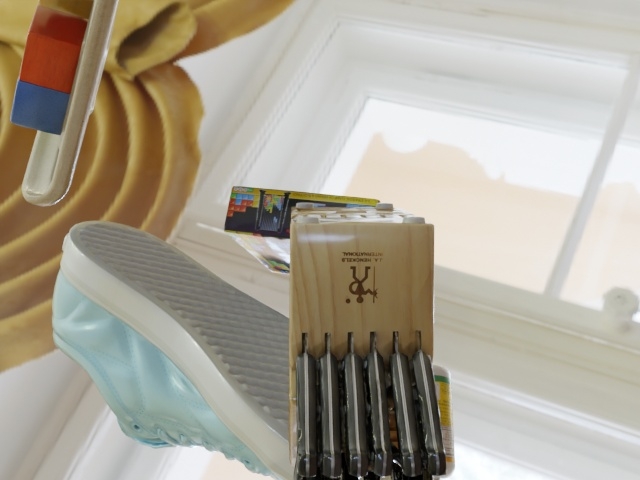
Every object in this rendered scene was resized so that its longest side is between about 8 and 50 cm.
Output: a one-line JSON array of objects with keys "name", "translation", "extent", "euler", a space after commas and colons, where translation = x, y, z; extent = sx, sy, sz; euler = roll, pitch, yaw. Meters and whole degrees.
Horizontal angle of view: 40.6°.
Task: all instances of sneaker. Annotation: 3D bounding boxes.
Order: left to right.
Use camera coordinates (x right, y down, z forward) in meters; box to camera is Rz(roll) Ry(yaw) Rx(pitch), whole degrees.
[{"name": "sneaker", "translation": [-0.097, 0.130, 0.748], "extent": [0.135, 0.366, 0.150], "euler": [-11, -50, -51]}]

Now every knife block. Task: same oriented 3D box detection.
[{"name": "knife block", "translation": [0.022, 0.100, 0.578], "extent": [0.275, 0.088, 0.242], "euler": [-110, 21, -84]}]

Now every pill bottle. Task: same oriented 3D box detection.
[{"name": "pill bottle", "translation": [0.141, 0.297, 1.292], "extent": [0.117, 0.118, 0.208], "euler": [47, -141, -63]}]

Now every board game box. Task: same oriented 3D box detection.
[{"name": "board game box", "translation": [0.000, 0.000, 0.847], "extent": [0.170, 0.141, 0.048], "euler": [49, -130, -70]}]

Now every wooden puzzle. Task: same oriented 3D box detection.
[{"name": "wooden puzzle", "translation": [-0.201, -0.252, 0.762], "extent": [0.347, 0.081, 0.322], "euler": [-57, 24, 35]}]
